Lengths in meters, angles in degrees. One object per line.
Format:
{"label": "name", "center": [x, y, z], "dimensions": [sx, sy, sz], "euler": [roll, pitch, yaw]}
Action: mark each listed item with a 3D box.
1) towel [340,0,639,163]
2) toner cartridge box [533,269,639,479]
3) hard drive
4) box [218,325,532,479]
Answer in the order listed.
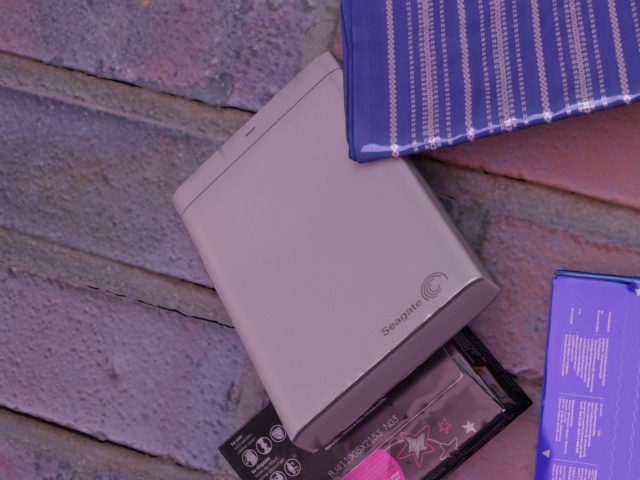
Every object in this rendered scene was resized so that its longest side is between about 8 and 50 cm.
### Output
{"label": "towel", "center": [0.179, -0.203, 1.450], "dimensions": [0.336, 0.040, 0.243], "euler": [-13, 52, 17]}
{"label": "toner cartridge box", "center": [0.291, 0.208, 1.456], "dimensions": [0.165, 0.075, 0.348], "euler": [6, 92, 17]}
{"label": "hard drive", "center": [0.000, 0.000, 1.475], "dimensions": [0.233, 0.047, 0.353], "euler": [-42, 47, 13]}
{"label": "box", "center": [0.055, 0.179, 1.497], "dimensions": [0.247, 0.142, 0.163], "euler": [-42, 75, 11]}
